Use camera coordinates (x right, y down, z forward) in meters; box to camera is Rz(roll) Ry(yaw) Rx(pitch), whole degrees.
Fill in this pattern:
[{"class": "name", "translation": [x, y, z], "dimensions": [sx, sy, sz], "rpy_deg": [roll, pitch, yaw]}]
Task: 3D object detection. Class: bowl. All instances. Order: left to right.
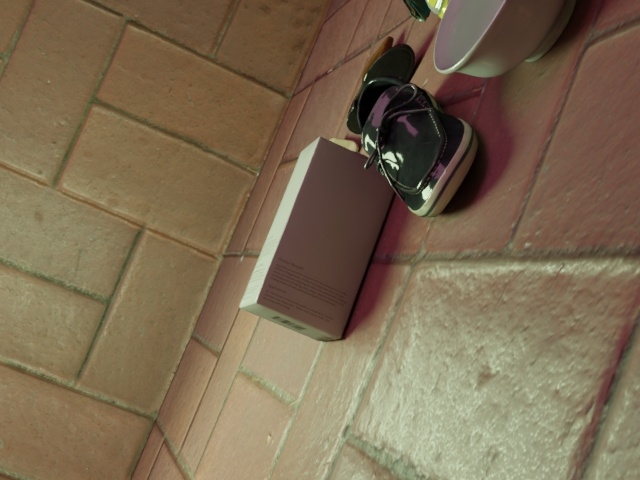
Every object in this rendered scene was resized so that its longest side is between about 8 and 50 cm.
[{"class": "bowl", "translation": [0.311, -0.377, 1.460], "dimensions": [0.298, 0.134, 0.298], "rpy_deg": [-58, 17, 29]}]

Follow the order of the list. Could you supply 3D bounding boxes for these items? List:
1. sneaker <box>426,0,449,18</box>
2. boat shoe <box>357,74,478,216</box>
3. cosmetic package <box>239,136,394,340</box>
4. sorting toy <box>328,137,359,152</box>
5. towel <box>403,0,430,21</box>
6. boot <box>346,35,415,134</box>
[{"class": "sneaker", "translation": [0.343, -0.529, 1.648], "dimensions": [0.145, 0.147, 0.384], "rpy_deg": [-21, -9, -46]}, {"class": "boat shoe", "translation": [0.158, -0.186, 1.675], "dimensions": [0.187, 0.155, 0.500], "rpy_deg": [-59, 17, 19]}, {"class": "cosmetic package", "translation": [0.000, 0.000, 1.864], "dimensions": [0.366, 0.196, 0.155], "rpy_deg": [-68, 13, -15]}, {"class": "sorting toy", "translation": [0.031, -0.169, 2.364], "dimensions": [0.193, 0.038, 0.208], "rpy_deg": [-65, 19, 3]}, {"class": "towel", "translation": [0.243, -0.646, 1.849], "dimensions": [0.370, 0.040, 0.271], "rpy_deg": [-69, -16, 5]}, {"class": "boot", "translation": [0.163, -0.420, 2.241], "dimensions": [0.280, 0.096, 0.264], "rpy_deg": [-72, 6, -51]}]
